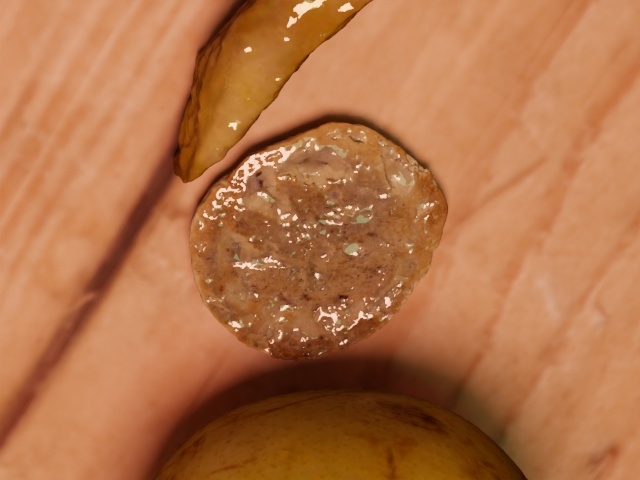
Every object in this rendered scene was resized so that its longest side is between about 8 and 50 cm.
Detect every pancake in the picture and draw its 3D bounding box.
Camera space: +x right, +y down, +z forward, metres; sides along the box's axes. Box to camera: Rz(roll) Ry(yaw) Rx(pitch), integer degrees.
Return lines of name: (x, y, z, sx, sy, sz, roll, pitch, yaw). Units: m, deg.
pancake: (0.000, 0.001, 1.075, 0.151, 0.025, 0.152, -5, 120, -10)

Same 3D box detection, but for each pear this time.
pear: (0.017, 0.219, 1.067, 0.283, 0.283, 0.283, -6, 121, -10)

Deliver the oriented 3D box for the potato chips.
potato chips: (0.061, -0.162, 0.947, 0.407, 0.057, 0.080, -35, 116, 18)
